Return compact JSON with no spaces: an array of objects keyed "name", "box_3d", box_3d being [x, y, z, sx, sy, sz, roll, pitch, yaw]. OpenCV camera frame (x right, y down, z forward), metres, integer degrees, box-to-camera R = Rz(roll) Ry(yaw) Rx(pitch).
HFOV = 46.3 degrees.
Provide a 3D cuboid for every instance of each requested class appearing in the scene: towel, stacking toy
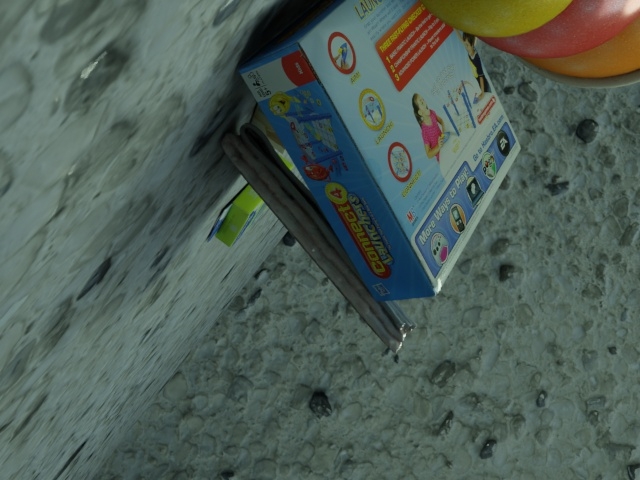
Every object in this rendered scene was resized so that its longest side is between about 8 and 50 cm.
[{"name":"towel","box_3d":[0.000,0.000,1.010,0.053,0.332,0.317,-39,178,-2]},{"name":"stacking toy","box_3d":[0.193,-0.315,0.728,0.479,0.351,0.351,-16,153,-44]}]

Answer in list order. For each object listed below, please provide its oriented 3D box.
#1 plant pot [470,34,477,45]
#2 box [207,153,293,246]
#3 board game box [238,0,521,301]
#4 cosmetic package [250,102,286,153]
[{"name":"plant pot","box_3d":[0.208,-0.400,1.551,0.237,0.109,0.237,-31,142,-29]},{"name":"box","box_3d":[-0.123,-0.066,1.325,0.178,0.042,0.109,-53,179,-41]},{"name":"board game box","box_3d":[0.091,-0.144,0.853,0.086,0.302,0.308,-11,-151,41]},{"name":"cosmetic package","box_3d":[-0.046,-0.161,0.926,0.041,0.060,0.115,-52,177,-24]}]
